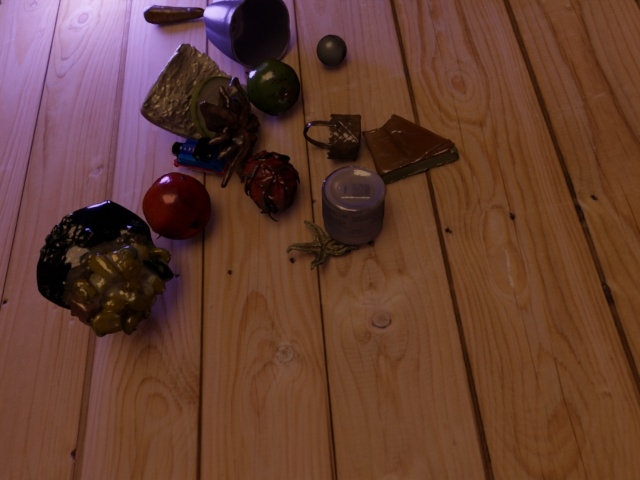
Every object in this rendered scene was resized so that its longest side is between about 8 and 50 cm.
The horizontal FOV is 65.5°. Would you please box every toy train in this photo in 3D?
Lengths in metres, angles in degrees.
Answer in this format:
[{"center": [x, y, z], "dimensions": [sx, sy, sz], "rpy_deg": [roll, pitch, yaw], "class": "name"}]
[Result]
[{"center": [-0.398, -0.281, 1.640], "dimensions": [0.204, 0.131, 0.082], "rpy_deg": [13, 71, 20], "class": "toy train"}]

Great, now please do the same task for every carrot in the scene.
[{"center": [-0.572, -0.912, 2.006], "dimensions": [0.298, 0.078, 0.078], "rpy_deg": [5, 68, 13], "class": "carrot"}]

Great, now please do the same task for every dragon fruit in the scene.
[{"center": [-0.148, -0.176, 1.512], "dimensions": [0.182, 0.188, 0.182], "rpy_deg": [-26, 30, 17], "class": "dragon fruit"}]

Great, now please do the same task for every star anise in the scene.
[{"center": [-0.264, -0.337, 1.557], "dimensions": [0.109, 0.292, 0.349], "rpy_deg": [-13, 27, 28], "class": "star anise"}]

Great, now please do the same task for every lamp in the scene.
[{"center": [0.038, -0.650, 1.703], "dimensions": [0.105, 0.105, 0.105], "rpy_deg": [-6, 65, 13], "class": "lamp"}]

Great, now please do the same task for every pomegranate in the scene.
[{"center": [-0.171, -0.523, 1.677], "dimensions": [0.181, 0.181, 0.224], "rpy_deg": [-37, 40, -3], "class": "pomegranate"}, {"center": [-0.449, -0.100, 1.536], "dimensions": [0.235, 0.210, 0.210], "rpy_deg": [-28, 59, 31], "class": "pomegranate"}]

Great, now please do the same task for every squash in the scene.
[{"center": [-0.328, -0.428, 1.648], "dimensions": [0.041, 0.219, 0.219], "rpy_deg": [16, 70, 44], "class": "squash"}]

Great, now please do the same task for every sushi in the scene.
[{"center": [-0.573, 0.089, 1.401], "dimensions": [0.285, 0.328, 0.328], "rpy_deg": [28, 83, 24], "class": "sushi"}]

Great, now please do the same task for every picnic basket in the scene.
[{"center": [0.035, -0.323, 1.543], "dimensions": [0.179, 0.128, 0.137], "rpy_deg": [7, 65, -1], "class": "picnic basket"}]

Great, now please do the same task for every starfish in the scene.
[{"center": [0.000, 0.000, 1.449], "dimensions": [0.208, 0.053, 0.176], "rpy_deg": [-22, 60, -16], "class": "starfish"}]

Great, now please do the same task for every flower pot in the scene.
[{"center": [-0.280, -0.760, 1.763], "dimensions": [0.243, 0.265, 0.265], "rpy_deg": [33, 78, 34], "class": "flower pot"}]

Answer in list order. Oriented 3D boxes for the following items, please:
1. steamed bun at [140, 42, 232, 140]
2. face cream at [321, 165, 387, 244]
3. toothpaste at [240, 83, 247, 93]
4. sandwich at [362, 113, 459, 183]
[{"center": [-0.440, -0.474, 1.697], "dimensions": [0.290, 0.272, 0.273], "rpy_deg": [-57, 25, -12], "class": "steamed bun"}, {"center": [0.092, -0.099, 1.394], "dimensions": [0.177, 0.153, 0.177], "rpy_deg": [-1, 55, 2], "class": "face cream"}, {"center": [-0.296, -0.454, 1.744], "dimensions": [0.067, 0.043, 0.194], "rpy_deg": [13, 77, 17], "class": "toothpaste"}, {"center": [0.266, -0.302, 1.511], "dimensions": [0.245, 0.063, 0.212], "rpy_deg": [-18, 62, 5], "class": "sandwich"}]
